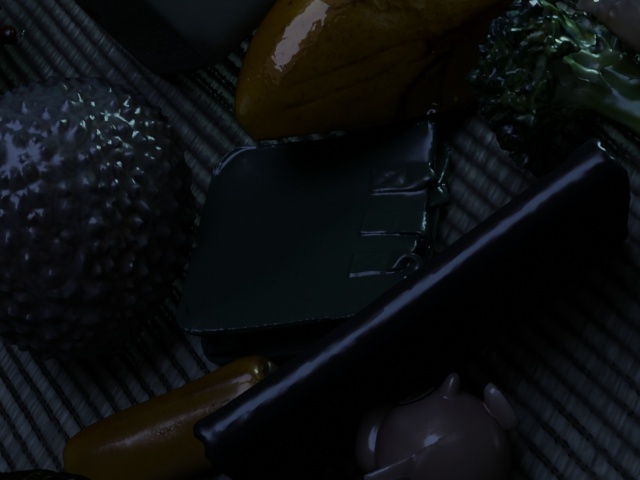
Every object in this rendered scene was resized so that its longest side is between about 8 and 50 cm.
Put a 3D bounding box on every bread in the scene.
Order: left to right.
[{"bbox_3d":[-0.137,0.182,1.454,0.239,0.074,0.092,-25,39,13],"label":"bread"}]

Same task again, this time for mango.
[{"bbox_3d":[0.059,-0.201,1.558,0.350,0.201,0.199,-25,74,-20],"label":"mango"}]

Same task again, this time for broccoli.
[{"bbox_3d":[0.280,-0.137,1.439,0.274,0.177,0.198,16,24,10],"label":"broccoli"}]

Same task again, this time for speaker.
[{"bbox_3d":[-0.149,-0.303,1.701,0.184,0.183,0.406,-50,14,-7],"label":"speaker"}]

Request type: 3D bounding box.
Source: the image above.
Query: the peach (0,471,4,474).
[{"bbox_3d":[-0.363,0.296,1.492,0.172,0.092,0.127,-40,46,-6],"label":"peach"}]

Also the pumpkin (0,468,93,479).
[{"bbox_3d":[-0.261,0.314,1.347,0.238,0.159,0.238,-9,58,15],"label":"pumpkin"}]

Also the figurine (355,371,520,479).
[{"bbox_3d":[0.099,0.176,1.267,0.138,0.125,0.125,-29,43,-2],"label":"figurine"}]

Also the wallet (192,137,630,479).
[{"bbox_3d":[0.087,0.072,1.300,0.406,0.228,0.062,-37,70,1],"label":"wallet"}]

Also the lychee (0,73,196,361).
[{"bbox_3d":[-0.266,-0.025,1.555,0.300,0.300,0.300,-18,47,20],"label":"lychee"}]

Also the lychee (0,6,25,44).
[{"bbox_3d":[-0.533,-0.271,1.963,0.300,0.264,0.264,1,53,10],"label":"lychee"}]

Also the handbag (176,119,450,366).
[{"bbox_3d":[0.000,0.001,1.513,0.260,0.079,0.247,-7,49,25],"label":"handbag"}]

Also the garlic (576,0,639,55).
[{"bbox_3d":[0.359,-0.217,1.371,0.228,0.110,0.217,0,43,-23],"label":"garlic"}]
